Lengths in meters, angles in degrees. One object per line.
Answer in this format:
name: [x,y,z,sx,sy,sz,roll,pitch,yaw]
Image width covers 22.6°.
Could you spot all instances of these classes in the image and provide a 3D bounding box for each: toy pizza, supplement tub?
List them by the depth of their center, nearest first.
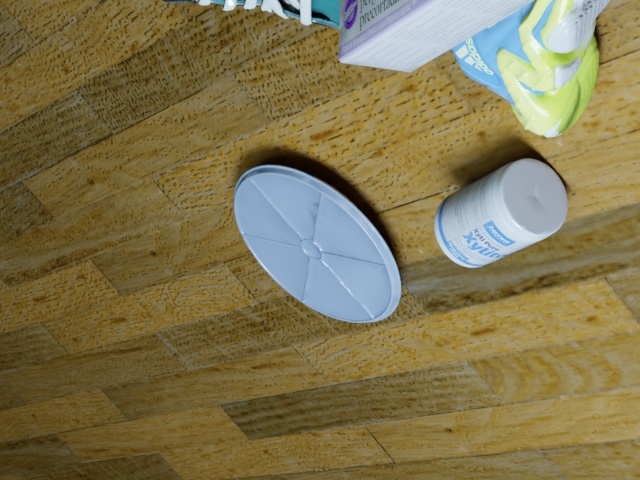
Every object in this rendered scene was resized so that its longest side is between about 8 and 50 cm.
supplement tub: [0.151,-0.022,1.356,0.071,0.071,0.107,46,149,-8]
toy pizza: [0.000,0.000,1.586,0.201,0.032,0.201,29,146,21]

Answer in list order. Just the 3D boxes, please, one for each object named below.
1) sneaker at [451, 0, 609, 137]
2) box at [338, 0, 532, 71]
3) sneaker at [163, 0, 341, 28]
sneaker: [0.142,-0.174,1.155,0.126,0.091,0.240,30,148,19]
box: [0.105,-0.187,1.079,0.067,0.063,0.324,6,168,-22]
sneaker: [-0.074,-0.227,1.294,0.302,0.121,0.108,27,147,21]
